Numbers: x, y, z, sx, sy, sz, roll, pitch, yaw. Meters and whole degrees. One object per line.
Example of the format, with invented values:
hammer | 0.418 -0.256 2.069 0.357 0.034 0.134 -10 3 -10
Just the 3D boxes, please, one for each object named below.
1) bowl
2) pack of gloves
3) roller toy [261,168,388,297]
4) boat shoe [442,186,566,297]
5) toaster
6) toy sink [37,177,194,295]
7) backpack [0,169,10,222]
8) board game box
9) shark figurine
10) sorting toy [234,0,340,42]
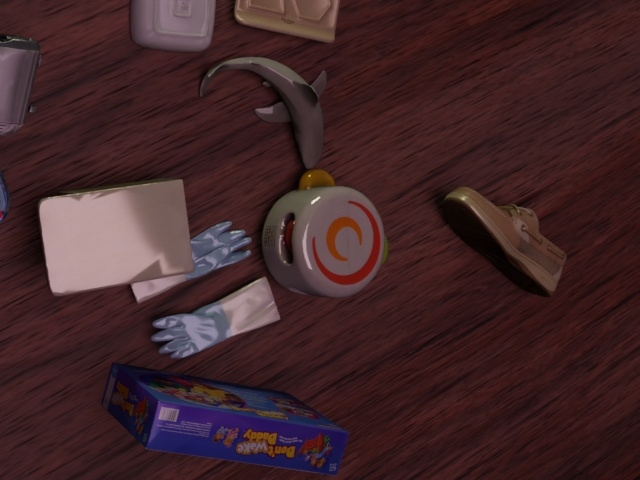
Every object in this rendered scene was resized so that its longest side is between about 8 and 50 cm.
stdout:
bowl | -0.232 -0.376 1.785 0.142 0.053 0.142 2 98 -27
pack of gloves | -0.207 0.084 1.901 0.232 0.046 0.195 -20 94 -23
roller toy | 0.000 0.000 1.925 0.191 0.146 0.209 -45 114 -26
boat shoe | 0.359 -0.017 2.136 0.341 0.121 0.110 40 75 -38
toaster | -0.524 -0.236 1.614 0.227 0.129 0.147 3 100 -30
toy sink | -0.337 -0.009 1.749 0.234 0.131 0.153 -11 99 -27
backpack | -0.543 -0.056 1.646 0.173 0.117 0.158 -24 111 -25
board game box | -0.161 0.297 1.846 0.347 0.233 0.078 15 92 -29
shark figurine | -0.062 -0.255 1.865 0.278 0.116 0.166 34 82 -30
sorting toy | -0.049 -0.453 1.880 0.193 0.038 0.208 6 92 -29
